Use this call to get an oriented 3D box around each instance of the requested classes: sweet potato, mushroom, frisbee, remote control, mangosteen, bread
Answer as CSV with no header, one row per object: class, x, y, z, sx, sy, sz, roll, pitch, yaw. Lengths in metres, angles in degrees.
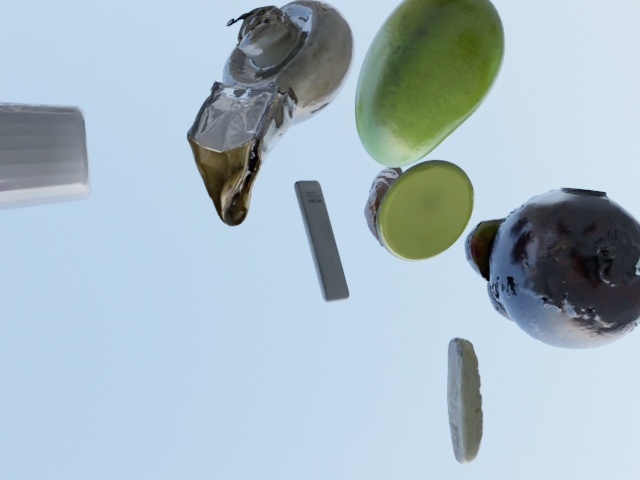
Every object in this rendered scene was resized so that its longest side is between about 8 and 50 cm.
sweet potato,0.184,-0.133,2.200,0.106,0.095,0.354,57,-149,-31
mushroom,-0.095,-0.459,1.872,0.294,0.363,0.362,47,-135,-39
frisbee,0.226,-0.058,1.596,0.236,0.017,0.235,-11,-62,-21
remote control,0.000,0.000,1.545,0.067,0.029,0.260,-5,-105,-41
mangosteen,0.554,0.048,1.752,0.381,0.421,0.380,-9,-69,-24
bread,0.250,0.273,1.300,0.053,0.073,0.214,1,-98,-17

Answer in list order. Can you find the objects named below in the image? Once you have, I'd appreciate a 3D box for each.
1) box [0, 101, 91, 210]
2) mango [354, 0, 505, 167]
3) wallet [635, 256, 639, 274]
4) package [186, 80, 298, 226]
box,-0.532,-0.147,1.393,0.207,0.262,0.291,-6,-136,-16
mango,0.148,-0.239,1.074,0.273,0.149,0.185,-48,-54,-3
wallet,0.685,0.019,1.194,0.077,0.310,0.223,-31,-42,-51
package,-0.140,-0.208,1.587,0.311,0.165,0.221,-78,-28,-58
